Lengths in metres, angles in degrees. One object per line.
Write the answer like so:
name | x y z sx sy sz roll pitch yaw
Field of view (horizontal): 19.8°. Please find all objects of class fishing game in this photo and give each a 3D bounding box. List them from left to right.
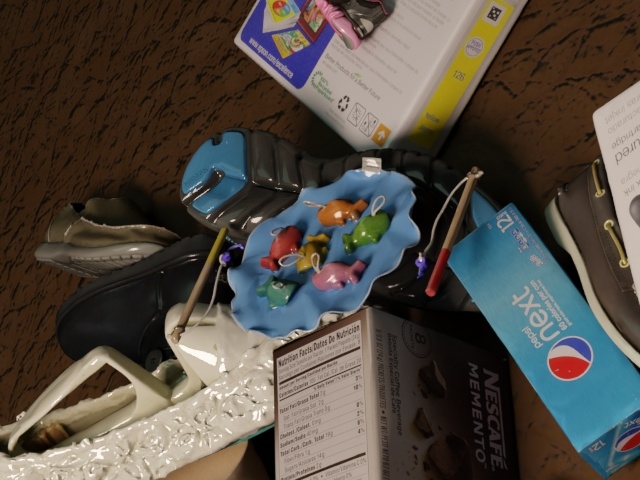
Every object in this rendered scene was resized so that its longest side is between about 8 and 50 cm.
fishing game | 0.000 0.000 1.478 0.264 0.041 0.189 -10 40 36

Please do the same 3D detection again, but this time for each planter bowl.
planter bowl | -0.103 0.259 1.633 0.162 0.109 0.162 -30 15 9

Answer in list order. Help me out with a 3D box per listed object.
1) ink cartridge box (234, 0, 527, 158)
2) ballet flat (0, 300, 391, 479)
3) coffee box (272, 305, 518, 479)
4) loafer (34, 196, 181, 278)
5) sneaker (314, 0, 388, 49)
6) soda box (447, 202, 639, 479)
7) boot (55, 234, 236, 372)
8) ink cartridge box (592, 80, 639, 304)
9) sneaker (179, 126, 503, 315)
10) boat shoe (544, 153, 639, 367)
ink cartridge box | 0.075 -0.250 1.715 0.307 0.072 0.303 -58 38 11
ballet flat | -0.135 0.136 1.617 0.409 0.147 0.147 -30 48 11
coffee box | 0.062 0.221 1.428 0.119 0.168 0.297 -28 53 40
loafer | -0.224 -0.009 1.941 0.251 0.094 0.087 3 74 54
sneaker | 0.025 -0.222 1.683 0.057 0.047 0.119 -37 44 4
soda box | 0.180 0.074 1.394 0.071 0.067 0.210 -37 53 6
boot | -0.174 0.129 1.816 0.246 0.094 0.207 -28 49 33
ink cartridge box | 0.330 0.000 1.234 0.223 0.129 0.307 -35 49 35
sneaker | 0.044 -0.013 1.609 0.341 0.140 0.125 21 80 34
boat shoe | 0.239 0.020 1.375 0.068 0.081 0.227 -54 37 25
